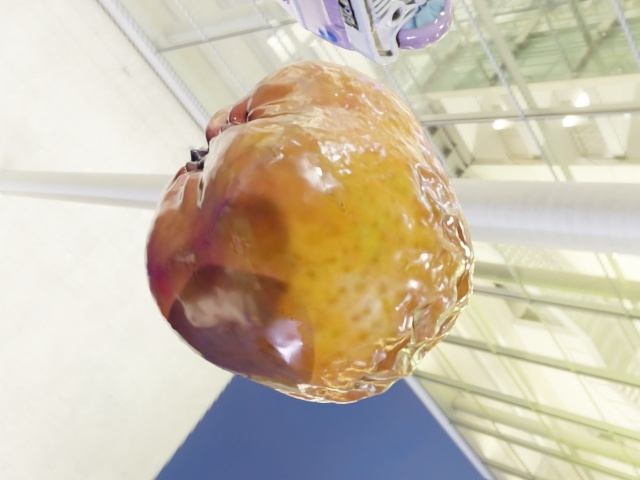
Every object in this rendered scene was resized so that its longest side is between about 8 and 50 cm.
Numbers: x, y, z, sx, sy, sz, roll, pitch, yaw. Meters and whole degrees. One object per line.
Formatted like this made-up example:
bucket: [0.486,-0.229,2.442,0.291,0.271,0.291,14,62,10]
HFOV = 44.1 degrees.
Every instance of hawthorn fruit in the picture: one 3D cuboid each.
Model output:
hawthorn fruit: [0.000,0.000,1.090,0.472,0.472,0.471,-5,-83,-39]

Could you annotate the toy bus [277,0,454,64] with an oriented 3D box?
toy bus: [0.052,-0.234,0.503,0.202,0.142,0.142,-46,-30,-10]
